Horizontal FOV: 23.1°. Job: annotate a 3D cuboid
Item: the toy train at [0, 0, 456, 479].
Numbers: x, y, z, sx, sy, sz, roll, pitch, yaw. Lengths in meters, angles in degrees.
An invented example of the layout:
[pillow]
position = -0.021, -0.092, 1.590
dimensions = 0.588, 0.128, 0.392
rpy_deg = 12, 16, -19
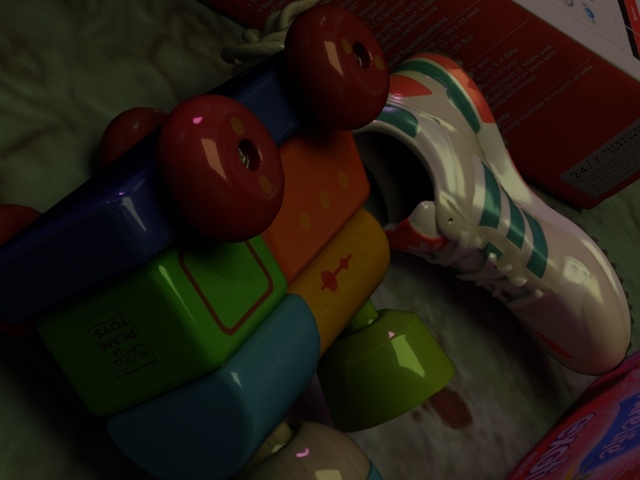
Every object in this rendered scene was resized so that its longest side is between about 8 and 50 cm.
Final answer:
[toy train]
position = 0.000, 0.000, 0.538
dimensions = 0.143, 0.105, 0.248
rpy_deg = 59, 32, -11

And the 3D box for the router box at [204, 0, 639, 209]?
[router box]
position = 0.036, -0.217, 0.781
dimensions = 0.301, 0.082, 0.335
rpy_deg = 25, 43, -36

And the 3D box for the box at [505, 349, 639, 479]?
[box]
position = 0.153, 0.127, 0.563
dimensions = 0.154, 0.142, 0.300
rpy_deg = 57, 34, 2

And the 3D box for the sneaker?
[sneaker]
position = 0.063, 0.000, 0.658
dimensions = 0.075, 0.057, 0.161
rpy_deg = -35, 90, -40
